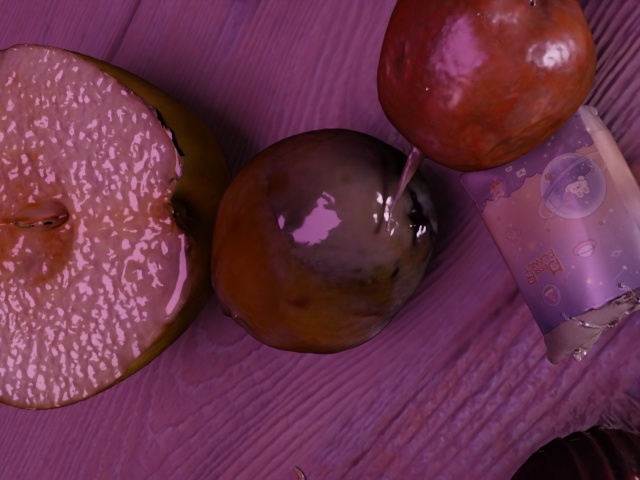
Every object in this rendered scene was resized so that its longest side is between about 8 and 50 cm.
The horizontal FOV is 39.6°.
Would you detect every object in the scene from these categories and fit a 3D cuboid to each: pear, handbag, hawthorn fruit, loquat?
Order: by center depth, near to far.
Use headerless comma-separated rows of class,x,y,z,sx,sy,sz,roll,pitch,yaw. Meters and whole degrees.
hawthorn fruit,0.098,-0.118,0.631,0.189,0.149,0.149,-34,80,30
handbag,0.194,-0.003,0.674,0.117,0.095,0.173,-33,73,33
loquat,0.000,0.000,0.746,0.179,0.179,0.227,52,139,15
pear,-0.253,-0.015,0.898,0.387,0.191,0.340,-1,93,22

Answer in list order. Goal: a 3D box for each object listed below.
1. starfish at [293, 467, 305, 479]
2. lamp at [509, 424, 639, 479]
starfish,-0.019,0.280,0.914,0.086,0.016,0.092,4,98,31
lamp,0.197,0.254,0.631,0.247,0.247,0.247,7,103,33
